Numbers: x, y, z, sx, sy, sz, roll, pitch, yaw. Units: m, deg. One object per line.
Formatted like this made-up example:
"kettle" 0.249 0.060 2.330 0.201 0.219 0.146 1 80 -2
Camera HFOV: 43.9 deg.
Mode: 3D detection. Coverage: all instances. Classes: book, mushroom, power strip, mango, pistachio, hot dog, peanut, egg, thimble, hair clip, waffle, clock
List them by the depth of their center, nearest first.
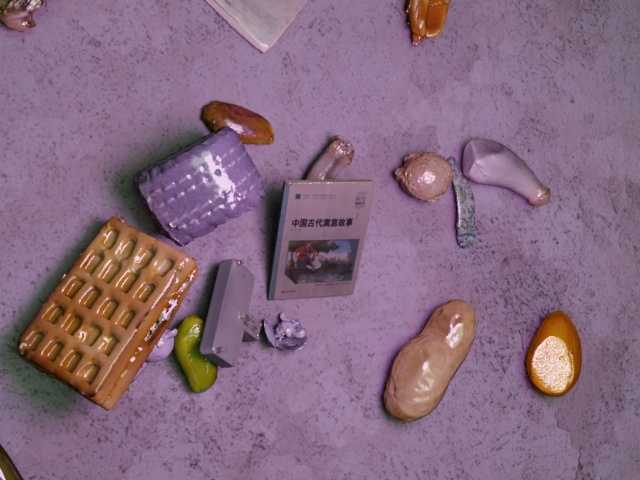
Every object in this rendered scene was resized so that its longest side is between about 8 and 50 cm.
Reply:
"waffle" -0.400 0.131 1.514 0.224 0.098 0.328 26 72 19
"clock" -0.365 0.227 1.565 0.176 0.117 0.080 -39 102 -20
"thimble" -0.240 -0.108 1.590 0.236 0.205 0.172 -32 101 -23
"mango" -0.258 0.233 1.640 0.091 0.074 0.165 -9 104 -20
"power strip" -0.172 0.162 1.653 0.145 0.061 0.216 47 45 -48
"pistachio" -0.173 -0.246 1.712 0.173 0.049 0.090 17 81 -22
"book" 0.000 0.000 1.724 0.215 0.025 0.283 -3 118 -23
"book" -0.111 -0.621 1.767 0.239 0.035 0.352 40 73 -15
"mushroom" 0.008 -0.131 1.773 0.092 0.081 0.223 19 77 -3
"peanut" 0.255 0.271 1.829 0.147 0.147 0.319 40 75 -17
"egg" 0.247 -0.149 1.865 0.140 0.118 0.116 -12 135 -33
"hot dog" 0.262 -0.595 1.913 0.109 0.072 0.269 17 79 -20
"hair clip" 0.346 -0.094 1.943 0.066 0.036 0.229 -12 92 -31
"mushroom" 0.460 -0.171 1.962 0.270 0.103 0.118 19 50 -27
"mango" 0.588 0.284 2.001 0.141 0.102 0.217 9 80 0

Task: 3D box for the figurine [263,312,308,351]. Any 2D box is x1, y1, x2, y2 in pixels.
"figurine" -0.074 0.196 1.721 0.086 0.094 0.082 -14 135 3

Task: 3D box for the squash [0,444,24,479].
"squash" -0.595 0.449 1.471 0.087 0.087 0.331 -32 99 -22

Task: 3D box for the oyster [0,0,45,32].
"oyster" -0.511 -0.550 1.533 0.197 0.133 0.337 30 78 -22
